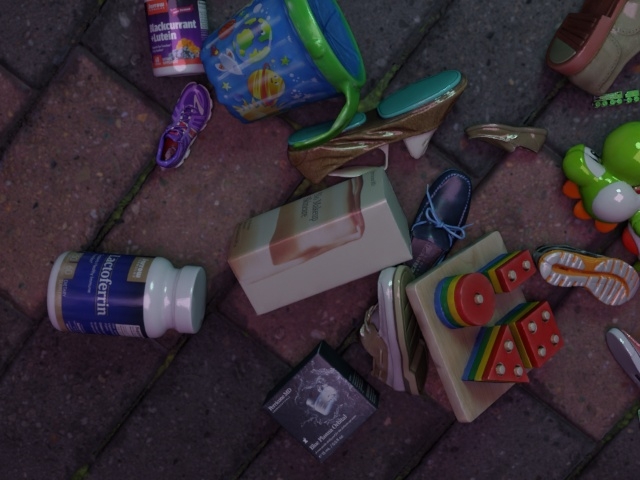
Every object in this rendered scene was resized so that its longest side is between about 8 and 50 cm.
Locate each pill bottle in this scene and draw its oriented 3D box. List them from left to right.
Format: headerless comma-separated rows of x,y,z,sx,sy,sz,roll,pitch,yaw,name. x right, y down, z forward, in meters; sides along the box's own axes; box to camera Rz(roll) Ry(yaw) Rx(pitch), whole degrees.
-0.353,0.102,1.573,0.265,0.153,0.153,3,100,4,pill bottle
-0.253,-0.389,1.500,0.108,0.108,0.193,-5,99,6,pill bottle

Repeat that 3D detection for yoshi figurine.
0.591,-0.066,1.450,0.362,0.203,0.203,39,85,0,yoshi figurine

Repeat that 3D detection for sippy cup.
-0.073,-0.317,1.450,0.224,0.305,0.240,-25,138,19,sippy cup

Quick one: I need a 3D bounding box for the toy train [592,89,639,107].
0.522,-0.251,1.501,0.083,0.017,0.023,-6,89,6,toy train

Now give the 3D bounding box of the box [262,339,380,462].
0.002,0.303,1.606,0.158,0.093,0.156,44,101,-2,box

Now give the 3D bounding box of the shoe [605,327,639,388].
0.604,0.221,1.557,0.081,0.063,0.178,-34,83,-13,shoe

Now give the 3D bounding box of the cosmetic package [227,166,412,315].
0.000,0.000,1.503,0.296,0.153,0.129,-21,115,11,cosmetic package

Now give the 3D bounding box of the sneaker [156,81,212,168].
-0.250,-0.206,1.551,0.068,0.071,0.169,23,100,1,sneaker

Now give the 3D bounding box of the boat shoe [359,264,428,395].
0.122,0.164,1.510,0.103,0.113,0.302,7,133,21,boat shoe

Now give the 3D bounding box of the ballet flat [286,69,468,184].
0.110,-0.186,1.511,0.343,0.116,0.124,-22,117,9,ballet flat

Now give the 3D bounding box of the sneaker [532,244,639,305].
0.478,0.052,1.529,0.215,0.083,0.084,19,103,-17,sneaker

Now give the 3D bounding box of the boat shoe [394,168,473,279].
0.210,-0.001,1.535,0.109,0.089,0.258,19,101,2,boat shoe

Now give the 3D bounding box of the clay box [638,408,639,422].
0.713,0.354,1.569,0.222,0.053,0.127,-13,98,6,clay box

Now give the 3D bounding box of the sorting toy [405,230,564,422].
0.300,0.141,1.471,0.089,0.255,0.257,-13,102,50,sorting toy

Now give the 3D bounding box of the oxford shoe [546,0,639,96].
0.530,-0.407,1.442,0.130,0.123,0.348,32,101,-28,oxford shoe

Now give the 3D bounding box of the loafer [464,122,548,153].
0.329,-0.181,1.510,0.148,0.056,0.050,4,94,5,loafer
